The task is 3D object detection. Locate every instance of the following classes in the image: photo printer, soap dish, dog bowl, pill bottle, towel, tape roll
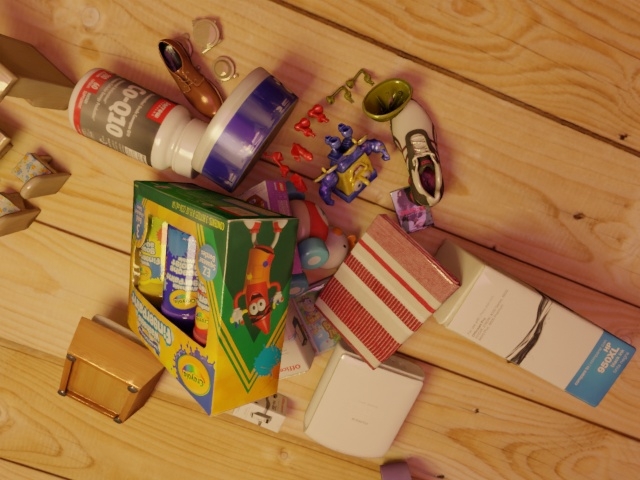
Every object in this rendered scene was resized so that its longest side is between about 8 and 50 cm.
[{"bbox_3d":[0.105,0.444,1.173,0.256,0.107,0.307,22,105,-7],"label":"photo printer"},{"bbox_3d":[-0.533,0.335,1.093,0.229,0.118,0.291,31,130,-8],"label":"soap dish"},{"bbox_3d":[-0.164,-0.238,0.952,0.104,0.265,0.265,36,100,-9],"label":"dog bowl"},{"bbox_3d":[-0.402,-0.263,0.998,0.283,0.161,0.161,24,101,-5],"label":"pill bottle"},{"bbox_3d":[0.140,0.128,1.026,0.237,0.037,0.329,46,123,18],"label":"towel"},{"bbox_3d":[0.220,0.724,1.200,0.080,0.189,0.188,-10,102,2],"label":"tape roll"}]

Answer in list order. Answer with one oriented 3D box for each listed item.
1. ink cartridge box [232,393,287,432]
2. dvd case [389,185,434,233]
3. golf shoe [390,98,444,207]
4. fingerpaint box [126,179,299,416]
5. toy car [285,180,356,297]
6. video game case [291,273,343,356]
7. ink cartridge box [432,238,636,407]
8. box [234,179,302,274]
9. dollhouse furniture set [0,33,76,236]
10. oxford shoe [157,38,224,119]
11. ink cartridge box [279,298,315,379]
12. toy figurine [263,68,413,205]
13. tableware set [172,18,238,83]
[{"bbox_3d":[-0.163,0.454,1.186,0.135,0.099,0.056,24,100,-6],"label":"ink cartridge box"},{"bbox_3d":[0.237,-0.082,1.116,0.087,0.013,0.119,-18,102,4],"label":"dvd case"},{"bbox_3d":[0.243,-0.214,1.030,0.105,0.120,0.272,-17,95,5],"label":"golf shoe"},{"bbox_3d":[-0.265,0.086,0.936,0.163,0.445,0.370,-4,107,-42],"label":"fingerpaint box"},{"bbox_3d":[0.000,0.000,1.054,0.238,0.219,0.210,3,138,-32],"label":"toy car"},{"bbox_3d":[0.031,0.197,1.170,0.213,0.023,0.193,-23,101,5],"label":"video game case"},{"bbox_3d":[0.459,0.178,1.034,0.395,0.285,0.166,28,99,-7],"label":"ink cartridge box"},{"bbox_3d":[-0.168,0.001,0.990,0.057,0.293,0.200,-5,82,-42],"label":"box"},{"bbox_3d":[-0.770,-0.252,0.950,0.362,0.256,0.394,43,99,-8],"label":"dollhouse furniture set"},{"bbox_3d":[-0.306,-0.369,1.005,0.076,0.076,0.212,-36,104,12],"label":"oxford shoe"},{"bbox_3d":[-0.127,0.252,1.135,0.154,0.093,0.212,-20,100,16],"label":"ink cartridge box"},{"bbox_3d":[0.068,-0.207,1.042,0.362,0.191,0.217,-46,143,-15],"label":"toy figurine"},{"bbox_3d":[-0.287,-0.433,1.033,0.141,0.020,0.168,-18,105,9],"label":"tableware set"}]
